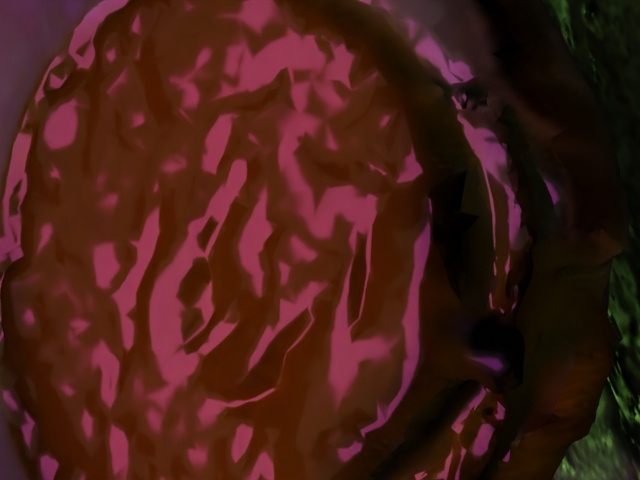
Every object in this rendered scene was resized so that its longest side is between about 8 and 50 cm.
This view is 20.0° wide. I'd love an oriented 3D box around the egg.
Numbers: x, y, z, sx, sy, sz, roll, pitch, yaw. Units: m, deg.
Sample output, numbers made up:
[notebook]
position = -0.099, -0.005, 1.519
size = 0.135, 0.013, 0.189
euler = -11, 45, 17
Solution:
[egg]
position = -0.003, -0.004, 0.608
size = 0.286, 0.174, 0.264
euler = -37, 71, 38
